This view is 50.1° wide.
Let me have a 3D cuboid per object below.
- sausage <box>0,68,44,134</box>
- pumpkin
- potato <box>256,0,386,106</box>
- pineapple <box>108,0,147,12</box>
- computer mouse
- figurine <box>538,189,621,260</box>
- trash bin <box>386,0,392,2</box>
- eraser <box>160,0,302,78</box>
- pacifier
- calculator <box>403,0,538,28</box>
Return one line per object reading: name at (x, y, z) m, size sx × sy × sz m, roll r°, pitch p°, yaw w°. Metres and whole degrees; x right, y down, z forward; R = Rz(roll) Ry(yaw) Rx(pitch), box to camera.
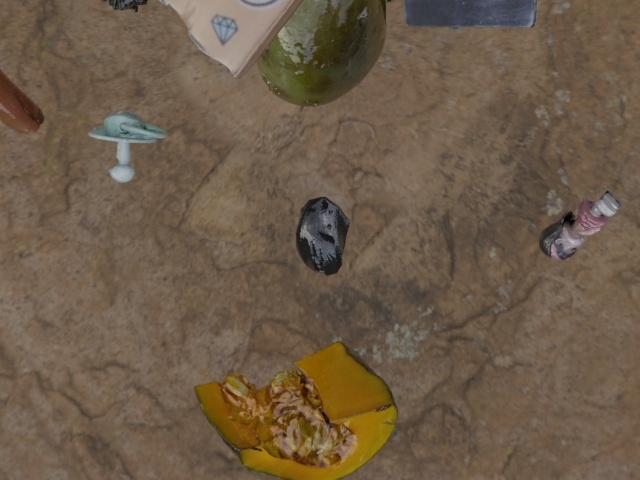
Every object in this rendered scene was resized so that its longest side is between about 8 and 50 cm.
sausage at (-0.343, -0.170, 0.700) m, size 0.040 × 0.047 × 0.177 m, roll -12°, pitch 149°, yaw 7°
pumpkin at (-0.014, 0.231, 0.966) m, size 0.190 × 0.139 × 0.280 m, roll -43°, pitch 141°, yaw 4°
potato at (-0.004, -0.308, 0.930) m, size 0.210 × 0.307 × 0.173 m, roll -41°, pitch 71°, yaw -13°
pineapple at (-0.233, -0.335, 0.762) m, size 0.074 × 0.074 × 0.159 m, roll -13°, pitch 96°, yaw 4°
computer mouse at (0.000, 0.000, 1.257) m, size 0.099 × 0.057 × 0.172 m, roll 12°, pitch 124°, yaw 16°
figurine at (0.361, -0.023, 0.964) m, size 0.054 × 0.072 × 0.129 m, roll 44°, pitch 133°, yaw 10°
trash bin at (0.091, -0.605, 1.467) m, size 0.214 × 0.334 × 0.214 m, roll 22°, pitch 131°, yaw 27°
eraser at (-0.044, -0.311, 0.621) m, size 0.171 × 0.087 × 0.290 m, roll 49°, pitch 127°, yaw 2°
pacifier at (-0.320, -0.154, 1.140) m, size 0.127 × 0.150 × 0.116 m, roll 0°, pitch 104°, yaw -19°
calculator at (0.273, -0.476, 1.276) m, size 0.262 × 0.021 × 0.161 m, roll 10°, pitch 126°, yaw 24°
